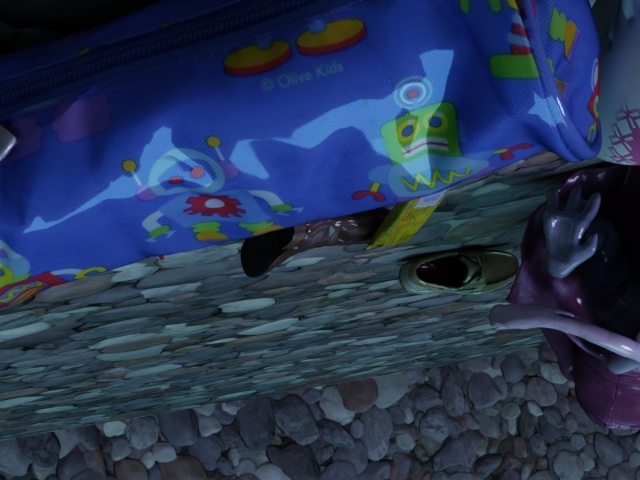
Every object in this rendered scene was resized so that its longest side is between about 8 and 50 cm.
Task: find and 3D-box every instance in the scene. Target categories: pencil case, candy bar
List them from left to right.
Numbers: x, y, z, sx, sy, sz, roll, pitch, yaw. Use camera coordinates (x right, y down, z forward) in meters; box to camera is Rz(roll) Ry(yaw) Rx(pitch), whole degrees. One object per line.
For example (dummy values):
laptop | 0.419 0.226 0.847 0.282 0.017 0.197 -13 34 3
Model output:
pencil case | -0.038 -0.058 0.518 0.306 0.119 0.133 -14 159 15
candy bar | 0.074 -0.026 0.965 0.040 0.018 0.161 -10 159 -19

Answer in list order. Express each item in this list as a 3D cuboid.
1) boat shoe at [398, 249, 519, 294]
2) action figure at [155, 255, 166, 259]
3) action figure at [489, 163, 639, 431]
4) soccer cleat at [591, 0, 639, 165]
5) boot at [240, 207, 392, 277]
boat shoe | 0.155 0.035 1.311 0.135 0.050 0.045 -8 173 -13
action figure | -0.121 -0.003 0.930 0.038 0.030 0.115 -14 171 -11
action figure | 0.300 0.094 1.113 0.248 0.275 0.370 16 144 19
soccer cleat | 0.167 -0.127 0.457 0.143 0.116 0.331 11 158 -22
boot | 0.000 0.000 1.043 0.114 0.037 0.106 -8 167 -35
